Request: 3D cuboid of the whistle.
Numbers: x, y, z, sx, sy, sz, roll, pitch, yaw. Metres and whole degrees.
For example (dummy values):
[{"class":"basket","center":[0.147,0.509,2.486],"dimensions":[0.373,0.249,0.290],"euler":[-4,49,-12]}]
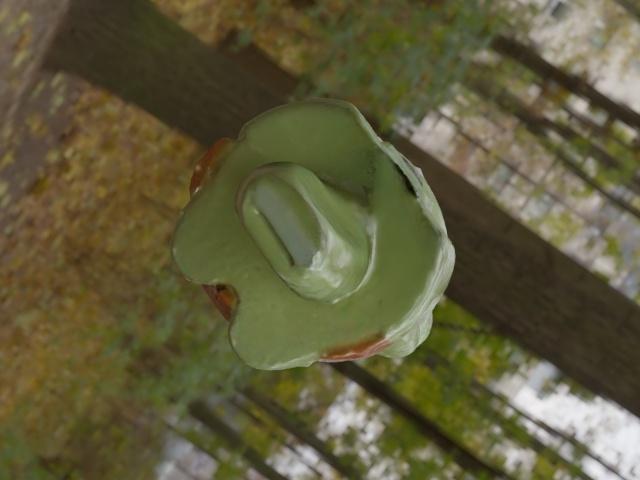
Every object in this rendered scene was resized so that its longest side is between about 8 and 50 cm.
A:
[{"class":"whistle","center":[0.000,0.000,0.661],"dimensions":[0.106,0.131,0.288],"euler":[-35,176,6]}]
